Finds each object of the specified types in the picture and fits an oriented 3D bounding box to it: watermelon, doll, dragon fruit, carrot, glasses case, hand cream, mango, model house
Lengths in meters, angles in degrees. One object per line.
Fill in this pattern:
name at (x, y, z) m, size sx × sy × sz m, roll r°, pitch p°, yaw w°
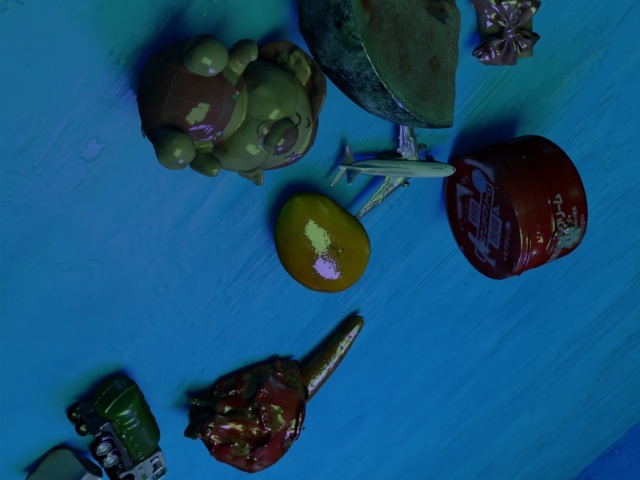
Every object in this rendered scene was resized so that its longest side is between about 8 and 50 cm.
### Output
watermelon at (0.072, -0.284, 1.217) m, size 0.226 × 0.148 × 0.318 m, roll -50°, pitch 126°, yaw -30°
doll at (-0.101, -0.164, 1.196) m, size 0.256 × 0.152 × 0.196 m, roll 8°, pitch 140°, yaw -48°
dragon fruit at (-0.157, 0.345, 1.755) m, size 0.212 × 0.134 × 0.262 m, roll 13°, pitch 124°, yaw -38°
carrot at (0.016, 0.220, 1.811) m, size 0.209 × 0.061 × 0.061 m, roll -50°, pitch 141°, yaw 15°
glasses case at (0.264, -0.317, 1.363) m, size 0.102 × 0.070 × 0.193 m, roll -28°, pitch 143°, yaw -6°
hand cream at (0.323, -0.058, 1.580) m, size 0.149 × 0.230 × 0.230 m, roll -20°, pitch 142°, yaw -23°
mango at (0.000, 0.005, 1.496) m, size 0.141 × 0.102 × 0.217 m, roll -11°, pitch 137°, yaw 15°
model house at (-0.442, 0.422, 1.669) m, size 0.100 × 0.088 × 0.100 m, roll -46°, pitch 155°, yaw -4°

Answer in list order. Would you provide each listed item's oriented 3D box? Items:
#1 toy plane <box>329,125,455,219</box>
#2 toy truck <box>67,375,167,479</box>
toy plane at (0.119, -0.116, 1.496) m, size 0.226 × 0.058 × 0.226 m, roll -8°, pitch 136°, yaw -35°
toy truck at (-0.342, 0.334, 1.631) m, size 0.125 × 0.101 × 0.242 m, roll -33°, pitch 143°, yaw -21°
